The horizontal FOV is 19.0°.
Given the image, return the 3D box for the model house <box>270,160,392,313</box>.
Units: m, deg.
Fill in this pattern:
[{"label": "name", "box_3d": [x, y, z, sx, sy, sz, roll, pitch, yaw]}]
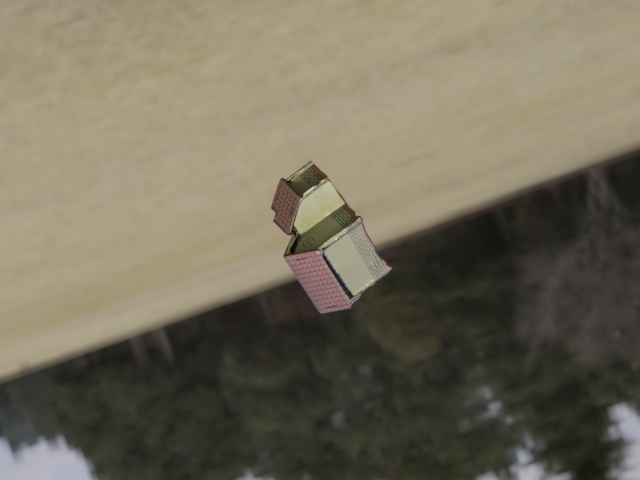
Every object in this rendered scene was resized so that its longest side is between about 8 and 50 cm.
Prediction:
[{"label": "model house", "box_3d": [0.000, 0.000, 1.274, 0.058, 0.083, 0.057, -37, -140, -5]}]
